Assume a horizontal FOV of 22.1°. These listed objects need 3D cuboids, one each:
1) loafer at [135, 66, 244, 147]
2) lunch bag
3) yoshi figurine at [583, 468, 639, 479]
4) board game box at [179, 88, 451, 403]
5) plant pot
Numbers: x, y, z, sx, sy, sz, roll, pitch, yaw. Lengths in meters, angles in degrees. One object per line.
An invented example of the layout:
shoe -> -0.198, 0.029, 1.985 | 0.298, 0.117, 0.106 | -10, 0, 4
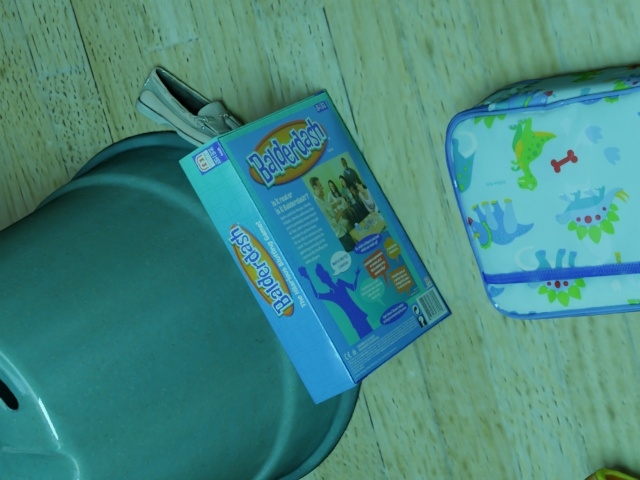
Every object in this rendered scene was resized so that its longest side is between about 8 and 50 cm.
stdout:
loafer -> -0.101, -0.104, 1.366 | 0.125, 0.045, 0.039 | 28, 113, 24
lunch bag -> 0.207, -0.032, 1.170 | 0.219, 0.090, 0.176 | -4, 108, 34
yoshi figurine -> 0.167, 0.358, 1.228 | 0.203, 0.203, 0.362 | 30, 107, 16
board game box -> 0.000, 0.000, 1.267 | 0.047, 0.160, 0.210 | -29, 90, 37
plant pot -> -0.194, 0.114, 1.325 | 0.341, 0.334, 0.341 | 11, 112, 29
